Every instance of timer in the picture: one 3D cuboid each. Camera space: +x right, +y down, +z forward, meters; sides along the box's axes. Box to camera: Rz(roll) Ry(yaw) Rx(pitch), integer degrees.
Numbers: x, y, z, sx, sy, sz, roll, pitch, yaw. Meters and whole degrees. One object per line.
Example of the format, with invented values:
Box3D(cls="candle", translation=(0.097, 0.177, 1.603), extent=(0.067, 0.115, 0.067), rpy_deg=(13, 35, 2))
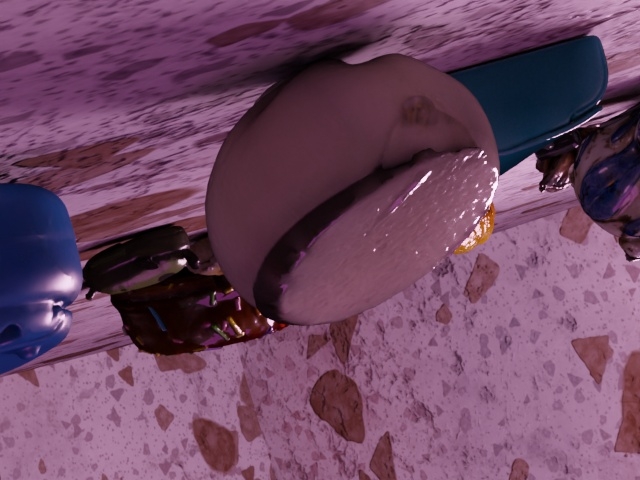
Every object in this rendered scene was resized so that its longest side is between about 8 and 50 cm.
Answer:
Box3D(cls="timer", translation=(-0.316, 0.056, 1.119), extent=(0.309, 0.115, 0.340), rpy_deg=(-11, 174, -28))

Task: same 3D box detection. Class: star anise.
Box3D(cls="star anise", translation=(0.282, -0.093, 1.925), extent=(0.129, 0.056, 0.124), rpy_deg=(-26, -168, 11))

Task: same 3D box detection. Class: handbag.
Box3D(cls="handbag", translation=(-0.169, 0.020, 1.711), extent=(0.111, 0.047, 0.072), rpy_deg=(-18, 176, -3))

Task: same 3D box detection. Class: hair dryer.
Box3D(cls="hair dryer", translation=(0.225, -0.101, 1.866), extent=(0.047, 0.026, 0.083), rpy_deg=(-21, 167, 29))

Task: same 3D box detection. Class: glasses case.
Box3D(cls="glasses case", translation=(0.126, -0.081, 1.378), extent=(0.117, 0.070, 0.301), rpy_deg=(-17, 175, -6))

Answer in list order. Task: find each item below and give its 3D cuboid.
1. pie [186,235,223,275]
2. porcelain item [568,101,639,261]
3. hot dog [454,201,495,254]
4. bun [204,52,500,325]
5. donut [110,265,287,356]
Box3D(cls="pie", translation=(-0.048, 0.000, 1.961), extent=(0.195, 0.046, 0.195), rpy_deg=(-15, 177, -1))
Box3D(cls="porcelain item", translation=(0.365, -0.096, 1.795), extent=(0.288, 0.138, 0.186), rpy_deg=(-14, 148, -41))
Box3D(cls="hot dog", translation=(0.103, -0.006, 2.210), extent=(0.286, 0.088, 0.061), rpy_deg=(-17, -149, -36))
Box3D(cls="bun", translation=(0.009, -0.039, 1.048), extent=(0.173, 0.120, 0.173), rpy_deg=(-27, 154, -14))
Box3D(cls="donut", translation=(-0.117, 0.071, 2.136), extent=(0.216, 0.096, 0.230), rpy_deg=(-4, -172, 43))
